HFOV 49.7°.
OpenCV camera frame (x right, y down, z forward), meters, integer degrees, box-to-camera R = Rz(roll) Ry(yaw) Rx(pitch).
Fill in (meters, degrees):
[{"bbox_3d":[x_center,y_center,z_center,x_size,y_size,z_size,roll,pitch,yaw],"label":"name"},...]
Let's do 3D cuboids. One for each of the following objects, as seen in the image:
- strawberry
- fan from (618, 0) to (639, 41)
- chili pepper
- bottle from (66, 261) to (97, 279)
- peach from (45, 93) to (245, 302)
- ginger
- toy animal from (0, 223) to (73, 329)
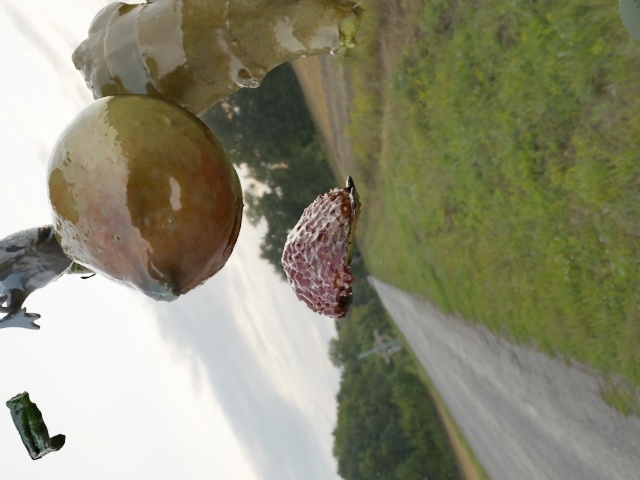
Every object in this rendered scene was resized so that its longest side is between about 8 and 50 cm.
[{"bbox_3d":[0.000,0.000,1.170,0.306,0.138,0.233,84,-167,-69],"label":"strawberry"},{"bbox_3d":[0.653,-0.465,1.168,0.012,0.415,0.233,51,149,40],"label":"fan"},{"bbox_3d":[-0.335,0.229,0.822,0.118,0.035,0.055,71,-163,-44],"label":"chili pepper"},{"bbox_3d":[-0.489,0.050,1.467,0.063,0.101,0.047,-50,47,43],"label":"bottle"},{"bbox_3d":[-0.180,-0.031,0.714,0.232,0.232,0.232,-22,-90,-88],"label":"peach"},{"bbox_3d":[-0.144,-0.280,0.933,0.166,0.375,0.236,89,156,-59],"label":"ginger"},{"bbox_3d":[-0.414,0.047,0.917,0.081,0.367,0.206,65,176,-37],"label":"toy animal"}]
